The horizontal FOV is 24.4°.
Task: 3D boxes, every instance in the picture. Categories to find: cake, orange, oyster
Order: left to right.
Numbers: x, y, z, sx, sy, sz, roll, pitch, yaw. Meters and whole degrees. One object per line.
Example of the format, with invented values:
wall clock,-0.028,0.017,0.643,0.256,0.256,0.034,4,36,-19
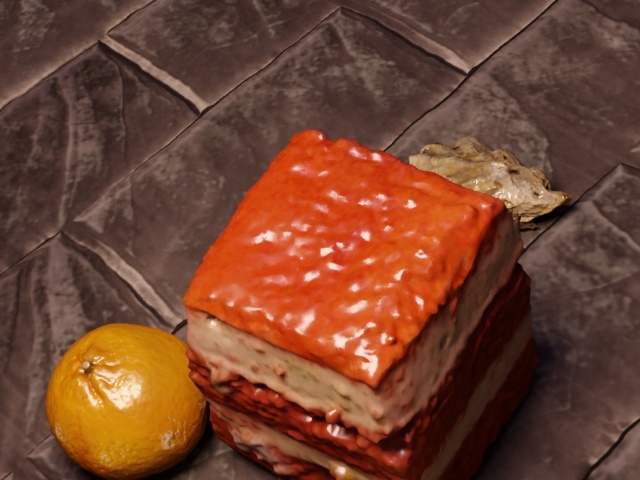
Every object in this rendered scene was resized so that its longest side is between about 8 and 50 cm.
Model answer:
orange,-0.208,0.171,1.597,0.178,0.155,0.177,1,50,-1
cake,0.037,0.092,1.479,0.269,0.319,0.270,20,57,28
oyster,0.186,-0.075,1.756,0.133,0.072,0.209,-27,46,-13
